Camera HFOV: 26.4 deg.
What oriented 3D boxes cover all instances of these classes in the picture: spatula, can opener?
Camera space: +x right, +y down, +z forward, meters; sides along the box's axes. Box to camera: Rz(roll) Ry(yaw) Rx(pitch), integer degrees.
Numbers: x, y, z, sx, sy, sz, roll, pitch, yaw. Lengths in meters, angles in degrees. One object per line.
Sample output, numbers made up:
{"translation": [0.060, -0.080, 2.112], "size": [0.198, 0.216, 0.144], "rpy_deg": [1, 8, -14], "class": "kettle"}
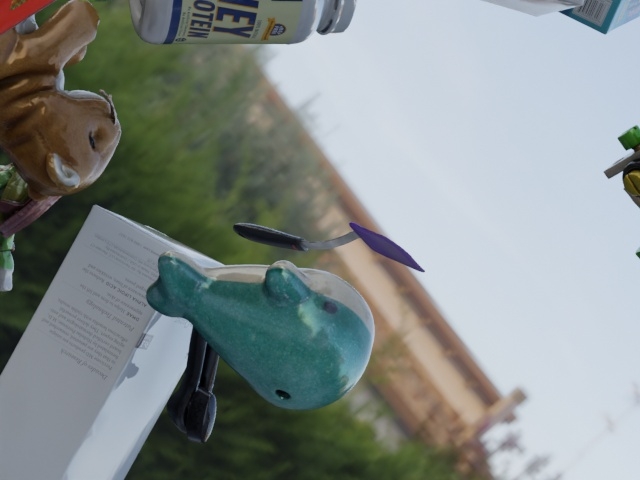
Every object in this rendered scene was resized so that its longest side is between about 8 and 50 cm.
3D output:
{"translation": [0.000, 0.000, 1.771], "size": [0.296, 0.030, 0.084], "rpy_deg": [5, -26, 36], "class": "spatula"}
{"translation": [-0.153, 0.168, 1.780], "size": [0.073, 0.186, 0.059], "rpy_deg": [12, 4, 25], "class": "can opener"}

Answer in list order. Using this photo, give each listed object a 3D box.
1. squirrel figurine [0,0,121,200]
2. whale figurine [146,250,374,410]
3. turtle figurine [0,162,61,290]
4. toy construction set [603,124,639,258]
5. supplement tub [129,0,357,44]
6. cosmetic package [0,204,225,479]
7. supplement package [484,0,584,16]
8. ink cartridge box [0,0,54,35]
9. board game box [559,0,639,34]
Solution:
{"translation": [-0.485, -0.206, 1.960], "size": [0.281, 0.397, 0.370], "rpy_deg": [-4, -65, 58], "class": "squirrel figurine"}
{"translation": [-0.075, 0.107, 1.588], "size": [0.272, 0.141, 0.216], "rpy_deg": [21, -37, -8], "class": "whale figurine"}
{"translation": [-0.562, -0.057, 2.199], "size": [0.274, 0.266, 0.198], "rpy_deg": [9, 10, -19], "class": "turtle figurine"}
{"translation": [0.527, -0.085, 2.034], "size": [0.237, 0.257, 0.309], "rpy_deg": [47, -17, -3], "class": "toy construction set"}
{"translation": [-0.122, -0.419, 2.104], "size": [0.235, 0.324, 0.235], "rpy_deg": [177, -90, -74], "class": "supplement tub"}
{"translation": [-0.292, 0.166, 1.809], "size": [0.156, 0.385, 0.217], "rpy_deg": [27, 0, 18], "class": "cosmetic package"}
{"translation": [0.140, -0.336, 1.385], "size": [0.262, 0.145, 0.204], "rpy_deg": [15, 5, -6], "class": "supplement package"}
{"translation": [-0.235, -0.346, 1.318], "size": [0.060, 0.275, 0.239], "rpy_deg": [40, 35, -40], "class": "ink cartridge box"}
{"translation": [0.464, -0.482, 2.463], "size": [0.253, 0.079, 0.336], "rpy_deg": [30, 28, 17], "class": "board game box"}
